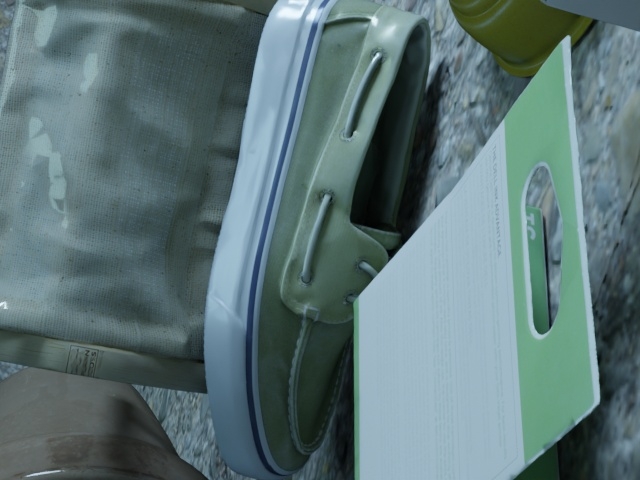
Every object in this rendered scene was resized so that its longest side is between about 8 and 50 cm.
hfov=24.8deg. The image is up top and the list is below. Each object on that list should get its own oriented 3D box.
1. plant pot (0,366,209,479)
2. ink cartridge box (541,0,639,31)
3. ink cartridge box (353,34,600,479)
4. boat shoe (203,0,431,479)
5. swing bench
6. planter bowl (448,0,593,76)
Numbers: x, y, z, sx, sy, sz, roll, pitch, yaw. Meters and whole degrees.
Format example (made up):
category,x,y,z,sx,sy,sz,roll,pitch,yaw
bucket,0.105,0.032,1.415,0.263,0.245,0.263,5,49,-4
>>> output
category,x,y,z,sx,sy,sz,roll,pitch,yaw
plant pot,-0.193,0.209,1.093,0.229,0.263,0.263,-109,34,-58
ink cartridge box,0.127,-0.137,0.522,0.143,0.092,0.090,-98,25,-48
ink cartridge box,0.078,0.050,0.635,0.235,0.056,0.171,127,150,-52
boat shoe,0.000,0.000,0.873,0.109,0.094,0.302,-1,-81,-62
swing bench,-0.100,-0.039,0.954,0.254,0.165,0.253,15,-94,-75
planter bowl,0.086,-0.197,0.723,0.217,0.090,0.217,-169,90,-76
